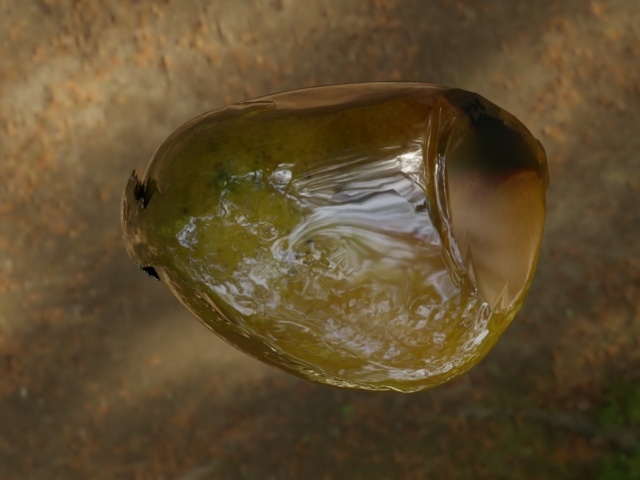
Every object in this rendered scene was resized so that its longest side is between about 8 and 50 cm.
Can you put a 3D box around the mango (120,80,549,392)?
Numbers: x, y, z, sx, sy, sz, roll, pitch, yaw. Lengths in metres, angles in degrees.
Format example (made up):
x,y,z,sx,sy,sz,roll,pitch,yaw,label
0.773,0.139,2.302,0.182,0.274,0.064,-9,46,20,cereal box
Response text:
x,y,z,sx,sy,sz,roll,pitch,yaw,label
0.000,0.000,0.945,0.166,0.136,0.236,-4,165,26,mango
